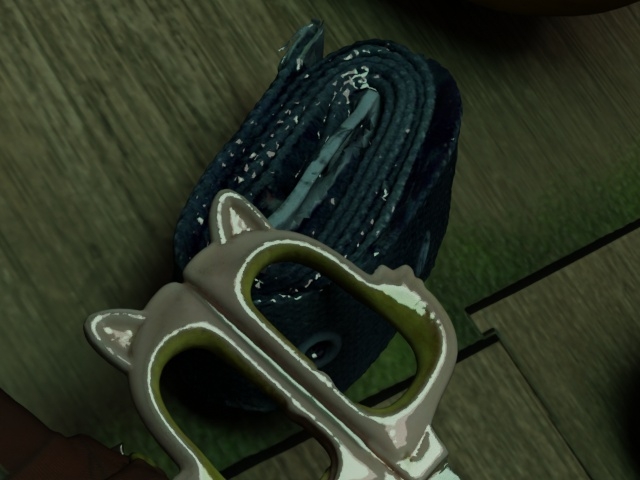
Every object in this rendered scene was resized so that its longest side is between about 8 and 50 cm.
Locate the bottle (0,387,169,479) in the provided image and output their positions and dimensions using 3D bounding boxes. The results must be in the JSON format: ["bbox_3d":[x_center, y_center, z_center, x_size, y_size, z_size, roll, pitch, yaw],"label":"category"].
[{"bbox_3d":[-0.136,0.123,0.689,0.271,0.156,0.143,37,40,-1],"label":"bottle"}]

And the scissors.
[{"bbox_3d":[0.040,0.113,0.746,0.317,0.024,0.160,42,70,8],"label":"scissors"}]

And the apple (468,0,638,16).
[{"bbox_3d":[0.147,-0.314,1.041,0.364,0.364,0.364,17,53,-24],"label":"apple"}]

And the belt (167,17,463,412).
[{"bbox_3d":[0.000,0.000,0.893,0.122,0.128,0.218,19,46,16],"label":"belt"}]
